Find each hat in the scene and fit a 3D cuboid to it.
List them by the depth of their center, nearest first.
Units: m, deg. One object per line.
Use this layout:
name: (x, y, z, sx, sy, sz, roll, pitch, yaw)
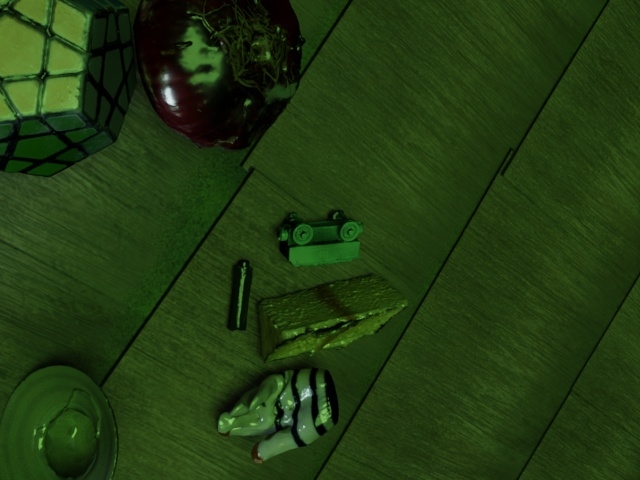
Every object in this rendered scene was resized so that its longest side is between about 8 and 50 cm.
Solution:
hat: (-0.397, 0.330, 1.043, 0.110, 0.252, 0.252, 22, 91, -66)

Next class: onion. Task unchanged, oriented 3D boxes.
onion: (-0.158, -0.290, 0.985, 0.314, 0.232, 0.314, -19, 114, -53)

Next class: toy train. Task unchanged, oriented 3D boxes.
toy train: (0.000, 0.000, 1.192, 0.172, 0.070, 0.099, -5, 112, -22)

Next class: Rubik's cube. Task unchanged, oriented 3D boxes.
Rubik's cube: (-0.404, -0.240, 0.857, 0.319, 0.319, 0.264, 25, 114, -26)

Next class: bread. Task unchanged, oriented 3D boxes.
bread: (0.016, 0.146, 1.200, 0.266, 0.142, 0.178, -8, 144, -23)

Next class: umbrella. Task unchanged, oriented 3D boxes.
umbrella: (-0.144, 0.101, 1.166, 0.036, 0.031, 0.133, 0, 101, -50)

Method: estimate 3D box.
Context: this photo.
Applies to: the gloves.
gloves: (-0.083, 0.317, 1.196, 0.219, 0.131, 0.140, -13, 109, 11)
